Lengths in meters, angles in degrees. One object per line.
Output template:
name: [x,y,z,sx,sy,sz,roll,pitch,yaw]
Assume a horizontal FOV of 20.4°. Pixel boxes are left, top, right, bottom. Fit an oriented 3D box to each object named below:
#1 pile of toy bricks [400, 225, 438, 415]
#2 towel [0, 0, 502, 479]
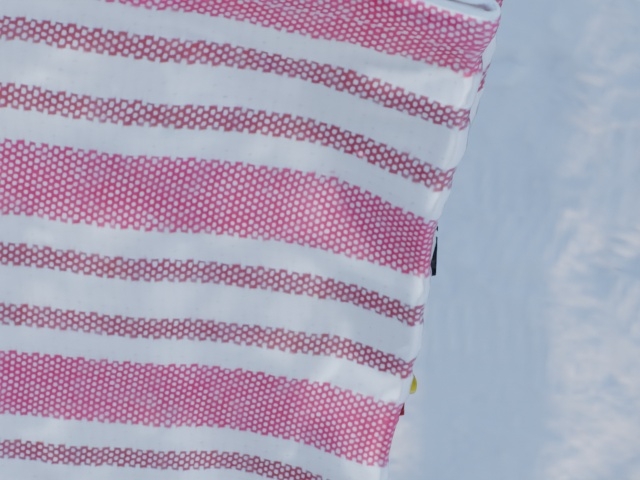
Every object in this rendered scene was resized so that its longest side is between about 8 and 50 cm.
pile of toy bricks: [0.000,0.000,1.084,0.105,0.118,0.212,23,115,58]
towel: [-0.048,0.019,0.368,0.029,0.144,0.197,-99,16,-53]
